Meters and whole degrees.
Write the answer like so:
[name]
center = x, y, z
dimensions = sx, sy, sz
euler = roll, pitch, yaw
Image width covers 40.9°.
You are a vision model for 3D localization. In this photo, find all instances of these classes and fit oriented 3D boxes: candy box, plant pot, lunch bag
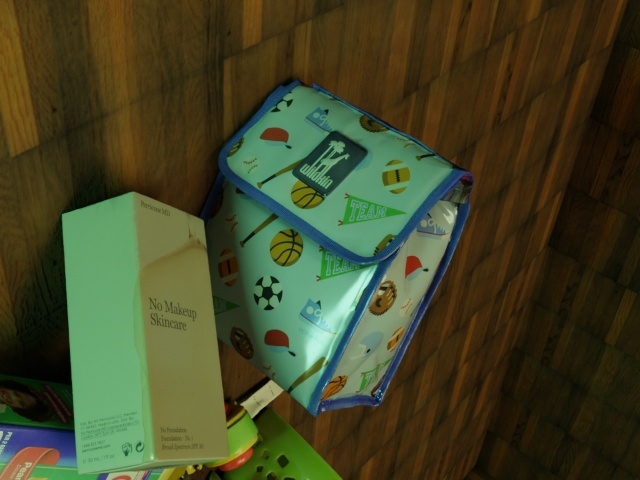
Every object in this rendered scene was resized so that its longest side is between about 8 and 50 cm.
[candy box]
center = -0.367, 0.312, 1.072
dimensions = 0.317, 0.122, 0.268
euler = 22, 105, -51
[plant pot]
center = -0.087, 0.514, 1.733
dimensions = 0.207, 0.227, 0.228
euler = -41, 150, -17
[lunch bag]
center = 0.000, 0.000, 1.228
dimensions = 0.239, 0.328, 0.385
euler = 5, 116, -58

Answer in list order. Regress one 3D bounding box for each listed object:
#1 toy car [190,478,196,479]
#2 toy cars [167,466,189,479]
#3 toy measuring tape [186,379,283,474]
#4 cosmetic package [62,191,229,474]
[toy car]
center = -0.225, 0.475, 1.547
dimensions = 0.225, 0.239, 0.053
euler = 41, 37, -40
[toy cars]
center = -0.290, 0.288, 1.305
dimensions = 0.176, 0.087, 0.394
euler = -39, 144, -11
[toy measuring tape]
center = -0.130, 0.320, 1.560
dimensions = 0.330, 0.121, 0.121
euler = -32, 143, -42
[cosmetic package]
center = -0.210, 0.116, 1.034
dimensions = 0.160, 0.113, 0.309
euler = 23, 56, -62
